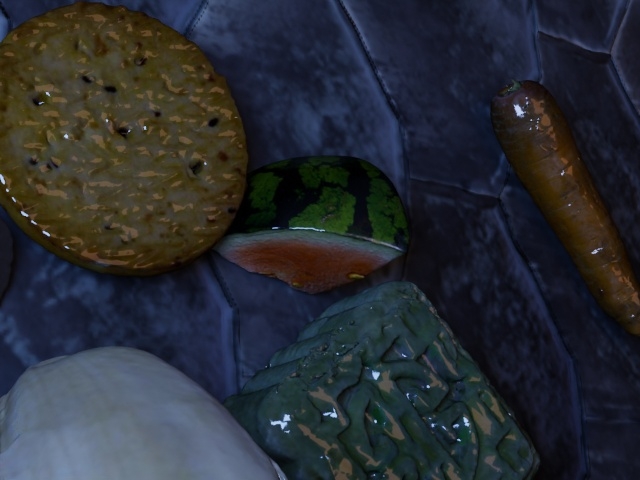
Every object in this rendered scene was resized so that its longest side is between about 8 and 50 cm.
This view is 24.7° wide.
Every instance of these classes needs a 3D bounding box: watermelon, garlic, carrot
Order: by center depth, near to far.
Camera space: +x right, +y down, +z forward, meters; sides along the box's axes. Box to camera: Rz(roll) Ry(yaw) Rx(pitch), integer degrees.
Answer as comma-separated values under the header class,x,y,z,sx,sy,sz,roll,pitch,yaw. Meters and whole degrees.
class,x,y,z,sx,sy,sz,roll,pitch,yaw
garlic,-0.135,0.218,0.739,0.249,0.286,0.313,28,50,-85
watermelon,0.000,0.000,0.993,0.125,0.135,0.094,-30,130,-45
carrot,0.210,-0.022,1.195,0.059,0.059,0.248,-39,104,-41

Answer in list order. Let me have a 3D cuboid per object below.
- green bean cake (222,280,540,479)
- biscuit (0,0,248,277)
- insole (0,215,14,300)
class,x,y,z,sx,sy,sz,roll,pitch,yaw
green bean cake,0.041,0.138,0.975,0.185,0.094,0.183,54,49,-5
biscuit,-0.131,-0.065,0.933,0.187,0.027,0.188,13,64,-28
insole,-0.276,0.064,0.749,0.328,0.007,0.111,-33,128,-47
